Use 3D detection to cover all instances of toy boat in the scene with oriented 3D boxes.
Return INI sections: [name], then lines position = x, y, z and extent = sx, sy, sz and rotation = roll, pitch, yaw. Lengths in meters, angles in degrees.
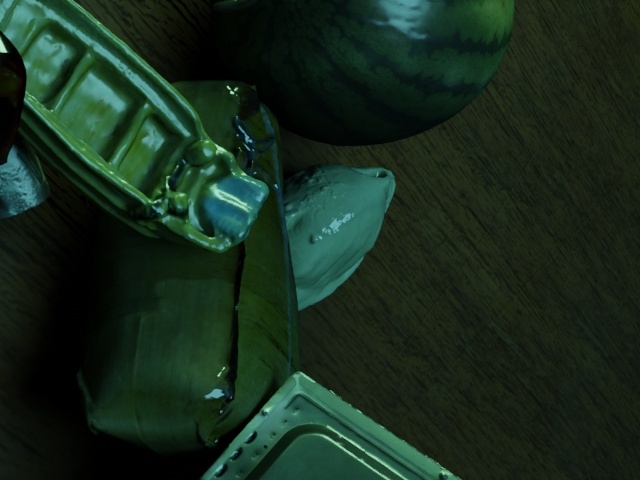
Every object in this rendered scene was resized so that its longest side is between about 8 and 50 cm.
[toy boat]
position = -0.170, -0.093, 1.192
extent = 0.276, 0.084, 0.111
rotation = 41, 61, -23

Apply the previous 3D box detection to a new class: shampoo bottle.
[shampoo bottle]
position = -0.284, -0.121, 1.199
extent = 0.063, 0.057, 0.208
rotation = -30, 113, -30

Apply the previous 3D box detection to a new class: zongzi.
[zongzi]
position = -0.088, 0.062, 1.408
extent = 0.393, 0.174, 0.356
rotation = 54, 37, -61

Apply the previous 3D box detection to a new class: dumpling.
[dumpling]
position = -0.006, -0.014, 1.555
extent = 0.219, 0.153, 0.108
rotation = -22, 66, -41

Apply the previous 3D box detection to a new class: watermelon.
[watermelon]
position = 0.036, -0.230, 1.443
extent = 0.359, 0.278, 0.279
rotation = -5, 95, -60

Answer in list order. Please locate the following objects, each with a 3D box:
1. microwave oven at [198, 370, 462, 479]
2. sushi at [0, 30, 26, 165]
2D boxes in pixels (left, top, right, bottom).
[microwave oven]
position = -0.044, 0.378, 1.245
extent = 0.394, 0.247, 0.333
rotation = -47, 159, -26
[sushi]
position = -0.325, -0.093, 1.008
extent = 0.227, 0.212, 0.215
rotation = -6, 93, -48
